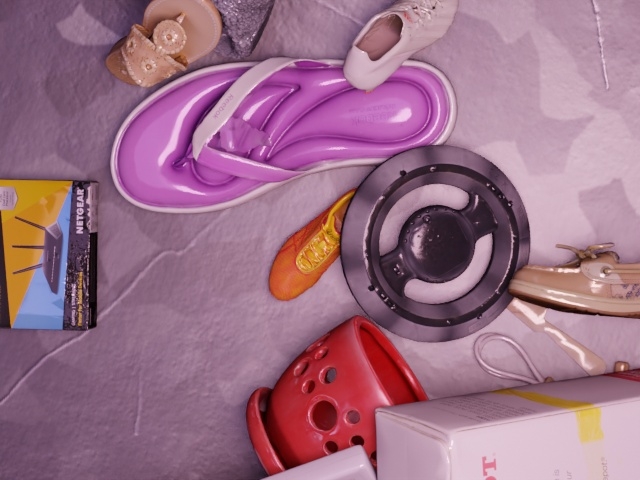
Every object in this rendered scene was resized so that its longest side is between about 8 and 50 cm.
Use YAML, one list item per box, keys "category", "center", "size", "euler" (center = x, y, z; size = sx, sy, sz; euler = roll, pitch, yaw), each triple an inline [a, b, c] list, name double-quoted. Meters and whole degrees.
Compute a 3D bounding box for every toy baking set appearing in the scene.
- category: "toy baking set"
  center: [0.268, 0.193, 1.680]
  size: [0.196, 0.030, 0.256]
  euler: [11, 92, 5]

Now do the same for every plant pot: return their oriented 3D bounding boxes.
- category: "plant pot"
  center: [0.024, 0.206, 1.628]
  size: [0.174, 0.191, 0.191]
  euler: [-33, 89, 14]

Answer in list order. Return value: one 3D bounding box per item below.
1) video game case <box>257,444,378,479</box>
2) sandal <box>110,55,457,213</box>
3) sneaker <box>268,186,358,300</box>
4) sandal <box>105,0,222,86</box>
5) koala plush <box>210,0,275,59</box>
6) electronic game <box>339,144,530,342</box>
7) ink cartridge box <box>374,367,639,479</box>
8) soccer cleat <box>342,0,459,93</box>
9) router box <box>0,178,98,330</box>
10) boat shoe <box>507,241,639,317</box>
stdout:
- category: "video game case"
  center: [-0.059, 0.375, 1.613]
  size: [0.329, 0.036, 0.300]
  euler: [-21, 133, 6]
- category: "sandal"
  center: [-0.050, -0.139, 1.661]
  size: [0.416, 0.102, 0.169]
  euler: [-13, 90, 4]
- category: "sneaker"
  center: [0.000, 0.000, 1.680]
  size: [0.064, 0.067, 0.175]
  euler: [42, 96, 1]
- category: "sandal"
  center: [-0.188, -0.201, 1.608]
  size: [0.088, 0.240, 0.079]
  euler: [34, 65, -19]
- category: "koala plush"
  center: [-0.139, -0.336, 1.605]
  size: [0.221, 0.203, 0.196]
  euler: [29, 93, -2]
- category: "electronic game"
  center: [0.134, 0.004, 1.655]
  size: [0.229, 0.048, 0.229]
  euler: [-1, 95, -13]
- category: "ink cartridge box"
  center: [0.258, 0.297, 1.528]
  size: [0.384, 0.160, 0.279]
  euler: [-5, 96, -27]
- category: "soccer cleat"
  center: [0.097, -0.245, 1.628]
  size: [0.068, 0.076, 0.196]
  euler: [36, 63, 15]
- category: "router box"
  center: [-0.335, 0.017, 1.718]
  size: [0.133, 0.046, 0.179]
  euler: [1, 92, 5]
- category: "boat shoe"
  center: [0.356, 0.044, 1.641]
  size: [0.285, 0.104, 0.089]
  euler: [5, 87, -6]
